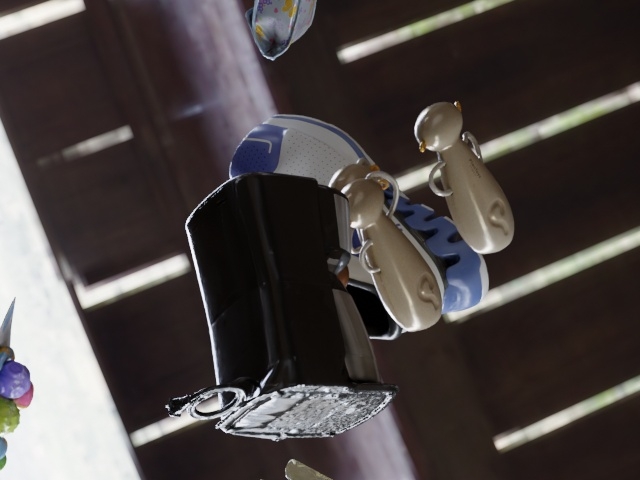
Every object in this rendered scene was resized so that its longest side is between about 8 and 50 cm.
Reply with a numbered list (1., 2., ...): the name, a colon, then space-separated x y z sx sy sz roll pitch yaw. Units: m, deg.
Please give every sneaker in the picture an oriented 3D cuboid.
1. sneaker: 0.001 0.001 1.775 0.315 0.182 0.127 36 140 27

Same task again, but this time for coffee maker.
1. coffee maker: -0.037 0.044 1.262 0.171 0.120 0.178 25 -135 -54

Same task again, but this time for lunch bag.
1. lunch bag: -0.034 -0.211 1.563 0.071 0.053 0.083 -52 -25 -62

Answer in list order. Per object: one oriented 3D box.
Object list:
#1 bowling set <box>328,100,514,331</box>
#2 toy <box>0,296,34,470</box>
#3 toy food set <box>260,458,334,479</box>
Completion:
1. bowling set: 0.016 0.009 1.543 0.200 0.287 0.154 0 128 46
2. toy: -0.373 0.195 2.026 0.237 0.056 0.137 111 176 -46
3. toy food set: -0.062 0.346 2.043 0.132 0.192 0.038 16 156 50
